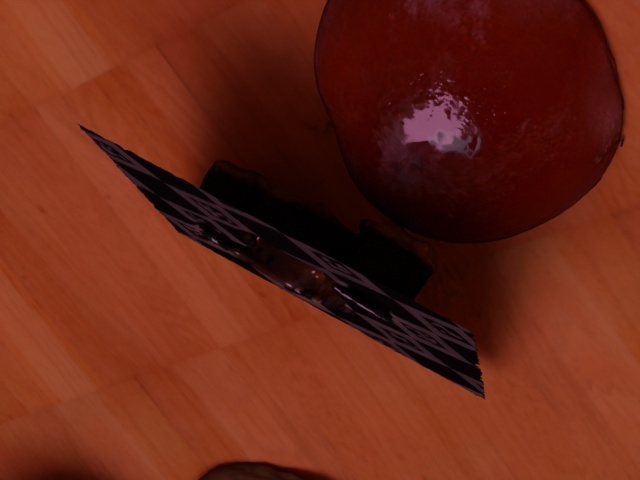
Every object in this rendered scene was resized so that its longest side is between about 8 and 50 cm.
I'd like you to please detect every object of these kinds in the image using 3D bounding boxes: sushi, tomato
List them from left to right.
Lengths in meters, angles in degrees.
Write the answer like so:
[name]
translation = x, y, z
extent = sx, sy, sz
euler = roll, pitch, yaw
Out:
[sushi]
translation = 0.000, 0.000, 1.324
extent = 0.294, 0.059, 0.292
euler = 29, 172, 14
[tomato]
translation = 0.090, -0.083, 1.255
extent = 0.199, 0.112, 0.228
euler = -27, 112, 40

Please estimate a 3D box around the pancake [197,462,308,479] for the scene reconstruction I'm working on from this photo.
[pancake]
translation = -0.034, 0.303, 1.644
extent = 0.242, 0.050, 0.242
euler = 17, 121, 32
